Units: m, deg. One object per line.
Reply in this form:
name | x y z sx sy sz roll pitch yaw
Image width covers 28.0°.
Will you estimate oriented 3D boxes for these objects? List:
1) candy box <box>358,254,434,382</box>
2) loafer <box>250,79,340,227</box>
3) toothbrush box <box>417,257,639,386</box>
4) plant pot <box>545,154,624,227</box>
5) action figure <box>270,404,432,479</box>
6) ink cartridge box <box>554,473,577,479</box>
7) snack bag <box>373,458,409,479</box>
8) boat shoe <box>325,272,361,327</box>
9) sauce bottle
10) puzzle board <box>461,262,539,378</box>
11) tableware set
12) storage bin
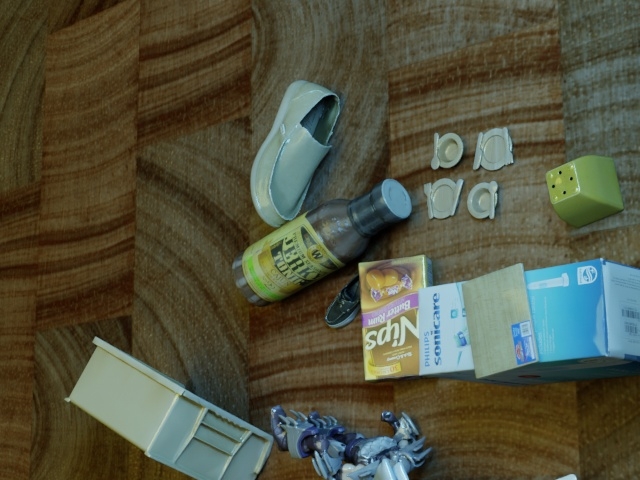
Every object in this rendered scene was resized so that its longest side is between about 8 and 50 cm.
candy box | 0.121 0.122 1.976 0.109 0.053 0.186 -8 76 19
loafer | -0.039 -0.151 2.155 0.092 0.102 0.268 0 68 43
toothbrush box | 0.307 0.117 1.704 0.295 0.216 0.126 -10 74 42
plant pot | 0.359 -0.073 1.785 0.081 0.083 0.081 -24 65 38
action figure | 0.045 0.315 1.958 0.285 0.185 0.099 4 97 52
ink cartridge box | 0.300 0.400 1.757 0.198 0.067 0.115 -31 62 38
snack bag | 0.129 0.516 1.814 0.342 0.037 0.323 103 148 -55
boat shoe | 0.049 0.090 2.084 0.142 0.040 0.049 -46 53 28
sauce bottle | 0.000 0.000 2.101 0.344 0.111 0.111 -32 61 37
puzzle board | 0.228 0.103 1.625 0.096 0.011 0.128 -22 68 39
tableware set | 0.224 -0.102 1.968 0.169 0.020 0.141 1 83 44
storage bin | -0.254 0.305 2.191 0.262 0.260 0.123 21 79 44
